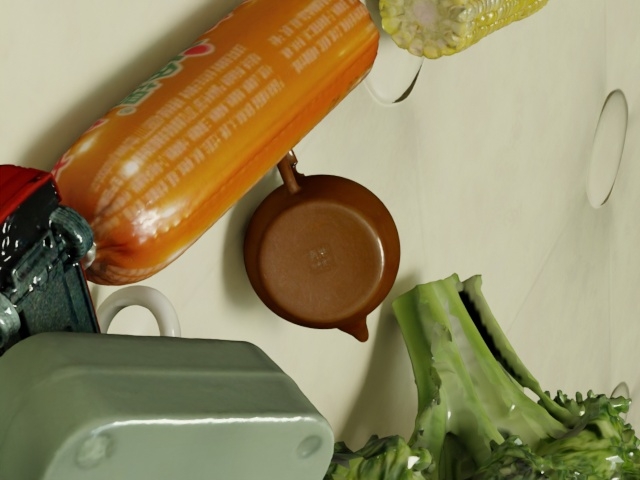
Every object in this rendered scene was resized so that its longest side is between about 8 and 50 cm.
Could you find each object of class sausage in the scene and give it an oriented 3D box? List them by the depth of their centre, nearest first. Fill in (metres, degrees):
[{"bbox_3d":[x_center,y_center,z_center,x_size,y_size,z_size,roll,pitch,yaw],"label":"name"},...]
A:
[{"bbox_3d":[-0.073,-0.063,0.972,0.312,0.093,0.093,-47,142,-47],"label":"sausage"}]

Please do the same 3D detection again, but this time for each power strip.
[{"bbox_3d":[-0.132,0.166,0.761,0.261,0.141,0.229,6,116,-40],"label":"power strip"}]

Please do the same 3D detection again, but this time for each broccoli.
[{"bbox_3d":[0.121,0.207,1.394,0.375,0.302,0.249,-5,131,-37],"label":"broccoli"}]

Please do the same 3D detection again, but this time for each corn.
[{"bbox_3d":[0.126,-0.212,1.325,0.244,0.093,0.093,-33,131,-56],"label":"corn"}]

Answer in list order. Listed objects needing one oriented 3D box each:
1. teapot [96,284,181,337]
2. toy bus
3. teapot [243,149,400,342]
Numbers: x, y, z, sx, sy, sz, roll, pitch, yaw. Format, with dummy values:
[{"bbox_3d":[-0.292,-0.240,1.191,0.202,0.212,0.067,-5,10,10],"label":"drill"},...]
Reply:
[{"bbox_3d":[-0.106,0.150,0.974,0.159,0.116,0.245,-14,97,-53],"label":"teapot"},{"bbox_3d":[-0.161,0.054,0.834,0.081,0.089,0.195,-54,146,-41],"label":"toy bus"},{"bbox_3d":[0.000,0.000,1.157,0.116,0.116,0.173,-37,107,-55],"label":"teapot"}]
